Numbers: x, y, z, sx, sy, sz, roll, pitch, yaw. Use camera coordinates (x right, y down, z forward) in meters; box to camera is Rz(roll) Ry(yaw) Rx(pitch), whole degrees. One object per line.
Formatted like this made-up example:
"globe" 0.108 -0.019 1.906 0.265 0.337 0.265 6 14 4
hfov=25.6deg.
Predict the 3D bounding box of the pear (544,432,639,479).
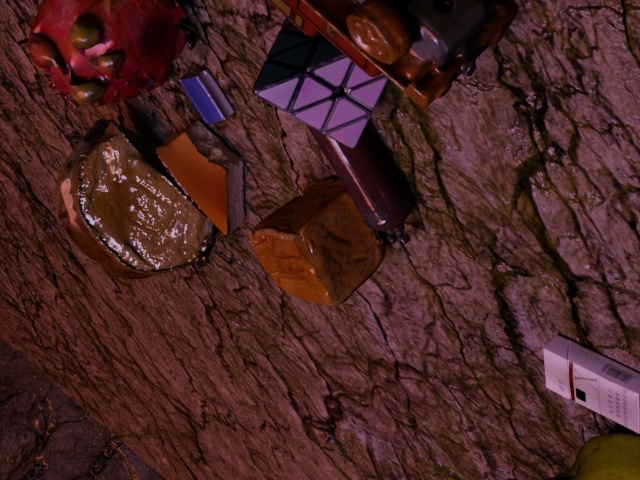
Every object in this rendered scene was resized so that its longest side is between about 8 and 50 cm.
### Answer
"pear" 0.431 0.424 1.957 0.318 0.238 0.342 22 144 26

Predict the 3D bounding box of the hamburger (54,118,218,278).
"hamburger" -0.328 -0.045 2.420 0.309 0.211 0.132 46 -179 -16

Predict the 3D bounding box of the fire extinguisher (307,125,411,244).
"fire extinguisher" 0.062 -0.095 1.984 0.267 0.072 0.089 57 177 -20

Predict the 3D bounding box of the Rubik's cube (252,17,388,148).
"Rubik's cube" 0.054 -0.217 1.817 0.178 0.211 0.190 -19 126 31

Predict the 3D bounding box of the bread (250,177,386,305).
"bread" 0.000 0.000 2.102 0.149 0.158 0.143 5 130 47

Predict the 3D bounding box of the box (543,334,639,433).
"box" 0.380 0.195 1.934 0.154 0.040 0.084 25 146 34

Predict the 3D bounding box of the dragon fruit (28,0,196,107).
"dragon fruit" -0.328 -0.296 2.107 0.243 0.227 0.307 42 155 21

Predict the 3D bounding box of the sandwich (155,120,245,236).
"sandwich" -0.171 -0.103 2.314 0.193 0.058 0.162 52 152 -11

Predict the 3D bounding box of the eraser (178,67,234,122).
"eraser" -0.179 -0.226 2.197 0.063 0.027 0.084 0 128 57

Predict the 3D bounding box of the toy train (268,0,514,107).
"toy train" 0.040 -0.309 1.638 0.369 0.163 0.231 43 165 9
